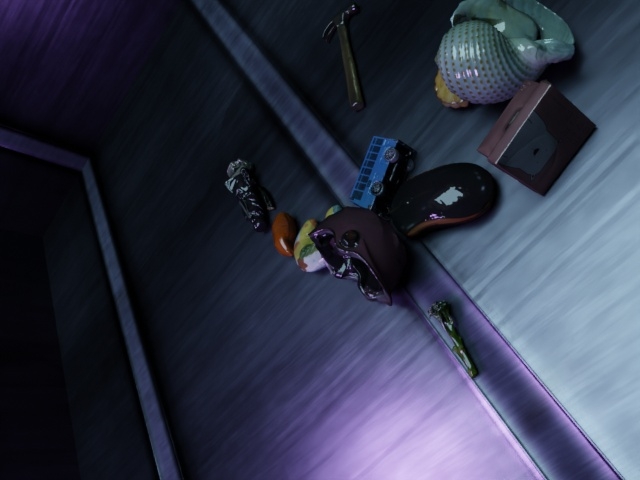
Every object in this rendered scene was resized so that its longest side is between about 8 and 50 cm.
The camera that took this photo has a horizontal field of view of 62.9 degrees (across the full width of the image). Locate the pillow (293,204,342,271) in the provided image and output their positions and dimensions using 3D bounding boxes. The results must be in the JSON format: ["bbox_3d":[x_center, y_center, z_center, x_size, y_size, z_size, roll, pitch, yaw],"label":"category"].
[{"bbox_3d":[0.000,0.000,1.764,0.233,0.086,0.214,-27,49,38],"label":"pillow"}]

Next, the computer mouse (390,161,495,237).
[{"bbox_3d":[0.326,-0.118,1.464,0.323,0.116,0.183,-17,62,39],"label":"computer mouse"}]

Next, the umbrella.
[{"bbox_3d":[-0.291,-0.183,2.072,0.113,0.106,0.358,-40,53,23],"label":"umbrella"}]

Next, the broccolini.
[{"bbox_3d":[0.350,0.252,1.361,0.058,0.067,0.216,100,153,-52],"label":"broccolini"}]

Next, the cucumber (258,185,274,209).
[{"bbox_3d":[-0.210,-0.168,2.041,0.034,0.033,0.135,-39,54,21],"label":"cucumber"}]

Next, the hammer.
[{"bbox_3d":[0.101,-0.659,1.896,0.168,0.044,0.440,-27,59,34],"label":"hammer"}]

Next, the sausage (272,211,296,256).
[{"bbox_3d":[-0.128,-0.018,1.880,0.089,0.089,0.179,-31,52,33],"label":"sausage"}]

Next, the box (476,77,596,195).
[{"bbox_3d":[0.516,-0.247,1.255,0.215,0.215,0.086,-58,36,15],"label":"box"}]

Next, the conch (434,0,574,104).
[{"bbox_3d":[0.469,-0.487,1.372,0.319,0.215,0.303,16,64,8],"label":"conch"}]

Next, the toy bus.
[{"bbox_3d":[0.188,-0.193,1.617,0.133,0.116,0.234,23,92,43],"label":"toy bus"}]

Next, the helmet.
[{"bbox_3d":[0.133,0.026,1.520,0.197,0.271,0.338,-46,43,-17],"label":"helmet"}]

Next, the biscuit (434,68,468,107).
[{"bbox_3d":[0.396,-0.461,1.544,0.118,0.061,0.183,-26,58,37],"label":"biscuit"}]
